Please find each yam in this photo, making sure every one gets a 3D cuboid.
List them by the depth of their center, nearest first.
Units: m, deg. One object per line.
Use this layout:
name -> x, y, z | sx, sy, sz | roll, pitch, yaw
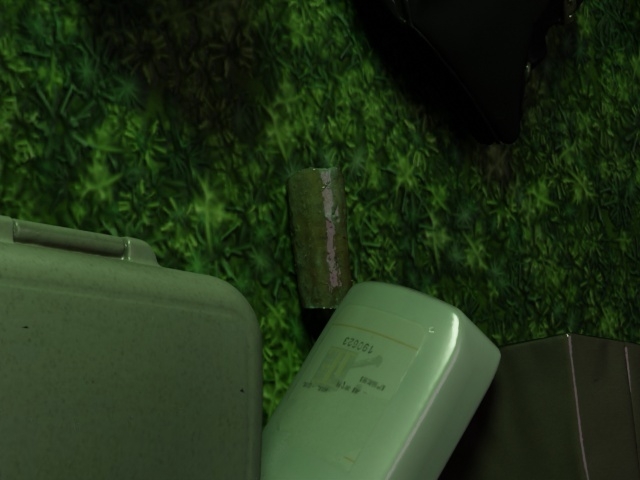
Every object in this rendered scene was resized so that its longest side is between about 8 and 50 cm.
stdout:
yam -> 0.000, 0.000, 1.335 | 0.054, 0.054, 0.132 | -7, 91, -47

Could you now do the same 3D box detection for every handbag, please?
handbag -> 0.178, -0.277, 1.505 | 0.342, 0.152, 0.288 | -61, 138, -32

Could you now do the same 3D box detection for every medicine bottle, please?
medicine bottle -> -0.200, 0.131, 1.053 | 0.375, 0.123, 0.282 | 11, 78, -45
medicine bottle -> 0.020, 0.184, 1.239 | 0.111, 0.161, 0.296 | 45, 69, -36

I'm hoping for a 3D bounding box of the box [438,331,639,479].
box -> 0.178, 0.178, 1.361 | 0.188, 0.252, 0.153 | 10, 73, -47
